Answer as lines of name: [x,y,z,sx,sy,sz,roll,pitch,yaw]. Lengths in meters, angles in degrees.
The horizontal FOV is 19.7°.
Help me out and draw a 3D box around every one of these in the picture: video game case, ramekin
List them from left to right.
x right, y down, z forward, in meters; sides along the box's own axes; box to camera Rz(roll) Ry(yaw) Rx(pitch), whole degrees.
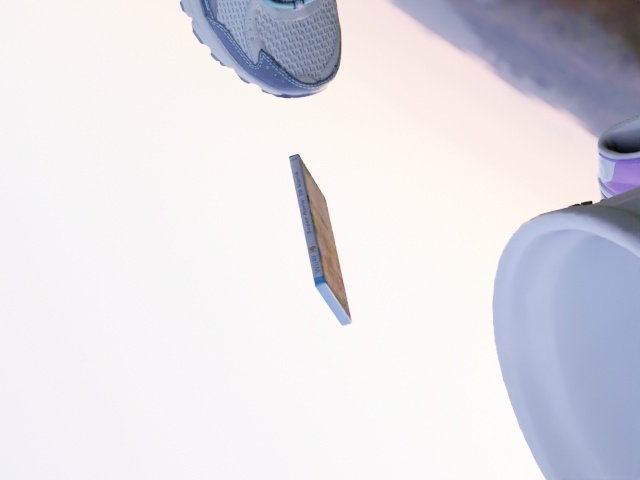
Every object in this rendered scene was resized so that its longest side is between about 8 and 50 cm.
video game case: [0.000,0.000,2.063,0.119,0.015,0.166,58,-163,-60]
ramekin: [0.239,0.087,1.114,0.277,0.135,0.277,47,151,37]

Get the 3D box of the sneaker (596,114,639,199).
sneaker: [0.379,-0.042,1.662,0.282,0.102,0.161,8,142,27]

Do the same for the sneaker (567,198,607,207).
sneaker: [0.262,0.040,1.370,0.221,0.087,0.083,25,-159,6]

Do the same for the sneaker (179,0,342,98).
sneaker: [-0.045,-0.232,1.296,0.122,0.110,0.283,7,120,59]
